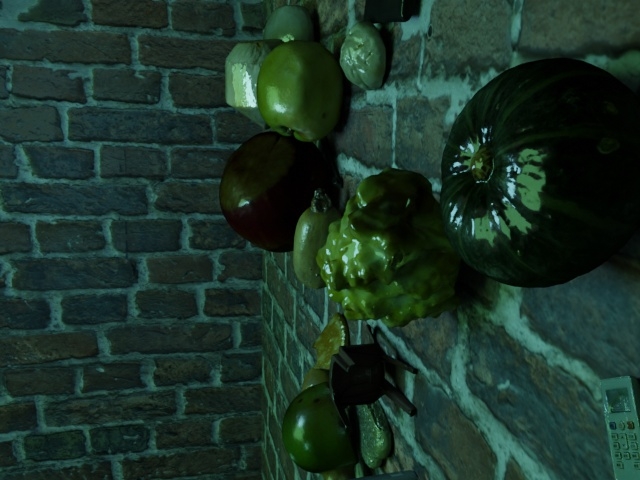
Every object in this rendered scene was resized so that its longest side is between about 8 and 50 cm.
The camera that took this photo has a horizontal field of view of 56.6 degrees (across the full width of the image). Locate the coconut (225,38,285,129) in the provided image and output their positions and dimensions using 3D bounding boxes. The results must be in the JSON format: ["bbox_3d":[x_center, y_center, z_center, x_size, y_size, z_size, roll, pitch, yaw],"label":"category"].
[{"bbox_3d":[-0.209,-0.562,2.162,0.329,0.328,0.329,178,90,-75],"label":"coconut"}]

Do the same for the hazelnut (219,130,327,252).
[{"bbox_3d":[-0.167,-0.173,2.096,0.402,0.401,0.430,115,162,-60],"label":"hazelnut"}]

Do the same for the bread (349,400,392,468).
[{"bbox_3d":[0.134,0.536,1.709,0.286,0.056,0.208,-117,31,-62],"label":"bread"}]

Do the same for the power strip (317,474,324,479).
[{"bbox_3d":[0.037,0.832,2.036,0.062,0.091,0.385,-103,18,-46],"label":"power strip"}]

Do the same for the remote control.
[{"bbox_3d":[0.389,0.253,0.739,0.061,0.029,0.162,131,140,-66],"label":"remote control"}]

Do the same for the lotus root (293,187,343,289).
[{"bbox_3d":[0.000,0.000,1.927,0.151,0.169,0.343,-112,25,-60],"label":"lotus root"}]

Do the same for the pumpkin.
[{"bbox_3d":[0.286,-0.083,0.767,0.300,0.207,0.301,-167,90,-73],"label":"pumpkin"}]

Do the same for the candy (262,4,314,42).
[{"bbox_3d":[-0.134,-0.715,2.371,0.386,0.186,0.427,-126,33,-59],"label":"candy"}]

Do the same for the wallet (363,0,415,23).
[{"bbox_3d":[0.171,-0.623,1.460,0.321,0.044,0.171,-121,32,-68],"label":"wallet"}]

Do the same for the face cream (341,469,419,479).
[{"bbox_3d":[0.099,0.601,1.416,0.107,0.269,0.073,118,148,-60],"label":"face cream"}]

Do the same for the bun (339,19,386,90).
[{"bbox_3d":[0.104,-0.483,1.572,0.183,0.102,0.184,166,90,-79],"label":"bun"}]

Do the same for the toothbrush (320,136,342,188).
[{"bbox_3d":[0.033,-0.279,2.056,0.030,0.030,0.297,-50,35,30],"label":"toothbrush"}]

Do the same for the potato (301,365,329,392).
[{"bbox_3d":[-0.004,0.554,2.101,0.150,0.146,0.234,-34,52,37],"label":"potato"}]

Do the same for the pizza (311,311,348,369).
[{"bbox_3d":[0.033,0.373,2.024,0.262,0.034,0.181,-53,39,45],"label":"pizza"}]

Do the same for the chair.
[{"bbox_3d":[0.105,0.338,1.544,0.326,0.183,0.176,-155,65,-73],"label":"chair"}]

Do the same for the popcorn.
[{"bbox_3d":[0.133,0.031,1.183,0.312,0.311,0.313,178,90,-75],"label":"popcorn"}]

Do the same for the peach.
[{"bbox_3d":[-0.067,-0.484,1.927,0.314,0.281,0.316,-137,54,-78],"label":"peach"}]

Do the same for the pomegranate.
[{"bbox_3d":[-0.003,0.619,1.797,0.310,0.215,0.359,79,180,-65],"label":"pomegranate"}]
